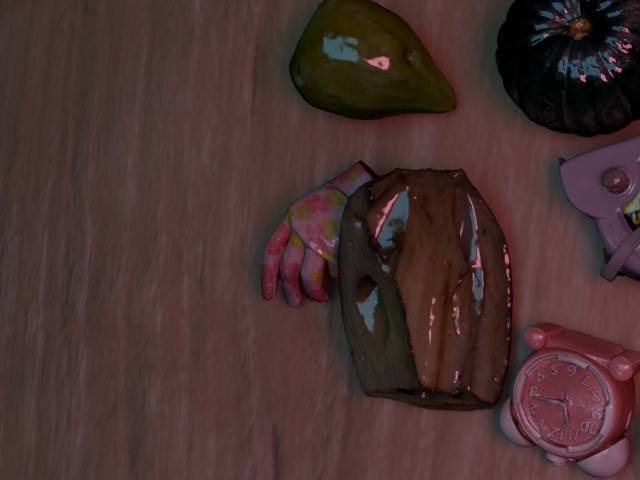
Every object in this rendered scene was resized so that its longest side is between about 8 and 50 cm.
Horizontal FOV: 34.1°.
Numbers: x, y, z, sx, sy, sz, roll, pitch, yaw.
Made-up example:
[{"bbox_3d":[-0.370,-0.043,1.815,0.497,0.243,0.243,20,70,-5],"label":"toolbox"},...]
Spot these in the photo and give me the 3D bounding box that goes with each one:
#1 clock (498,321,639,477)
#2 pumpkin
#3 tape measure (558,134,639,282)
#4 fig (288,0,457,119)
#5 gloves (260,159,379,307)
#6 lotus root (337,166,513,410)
[{"bbox_3d":[0.309,0.196,1.274,0.166,0.093,0.162,19,102,31],"label":"clock"},{"bbox_3d":[0.326,-0.234,1.275,0.221,0.162,0.220,-4,78,19],"label":"pumpkin"},{"bbox_3d":[0.412,-0.042,1.219,0.236,0.120,0.197,-21,67,32],"label":"tape measure"},{"bbox_3d":[0.058,-0.243,1.435,0.233,0.167,0.167,32,100,38],"label":"fig"},{"bbox_3d":[-0.004,-0.001,1.464,0.241,0.126,0.145,-42,70,9],"label":"gloves"},{"bbox_3d":[0.130,0.067,1.360,0.142,0.210,0.314,172,98,-66],"label":"lotus root"}]
